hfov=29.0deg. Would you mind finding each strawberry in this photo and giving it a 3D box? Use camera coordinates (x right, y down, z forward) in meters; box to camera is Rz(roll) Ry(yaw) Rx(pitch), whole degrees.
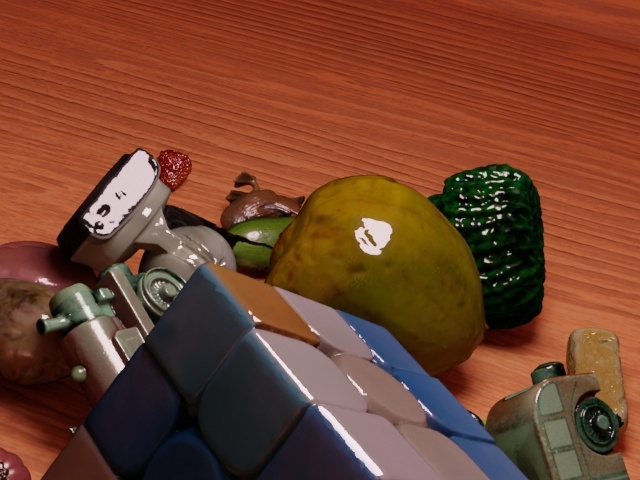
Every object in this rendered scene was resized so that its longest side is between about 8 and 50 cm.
[{"bbox_3d":[-0.284,-0.133,2.368,0.073,0.073,0.083,9,43,-1],"label":"strawberry"}]

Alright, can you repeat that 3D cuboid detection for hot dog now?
[{"bbox_3d":[0.429,0.229,1.934,0.084,0.073,0.242,6,32,3],"label":"hot dog"}]

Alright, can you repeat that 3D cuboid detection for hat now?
[{"bbox_3d":[0.205,0.020,2.073,0.332,0.274,0.242,-7,-7,17],"label":"hat"}]

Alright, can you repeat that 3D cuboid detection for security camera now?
[{"bbox_3d":[-0.252,0.015,1.945,0.277,0.191,0.197,38,63,-7],"label":"security camera"}]

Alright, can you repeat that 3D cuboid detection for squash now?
[{"bbox_3d":[0.000,0.000,2.179,0.379,0.101,0.101,-5,32,-31],"label":"squash"}]

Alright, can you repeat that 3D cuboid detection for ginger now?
[{"bbox_3d":[-0.496,0.159,1.738,0.245,0.155,0.304,35,46,26],"label":"ginger"}]

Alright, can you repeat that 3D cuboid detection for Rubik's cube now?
[{"bbox_3d":[-0.029,0.282,1.304,0.347,0.346,0.344,21,19,-49],"label":"Rubik's cube"}]

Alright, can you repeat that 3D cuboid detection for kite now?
[{"bbox_3d":[-0.145,0.028,2.068,0.286,0.152,0.015,14,42,-4],"label":"kite"}]

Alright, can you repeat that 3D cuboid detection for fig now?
[{"bbox_3d":[0.083,0.079,1.873,0.344,0.343,0.343,7,30,-4],"label":"fig"}]

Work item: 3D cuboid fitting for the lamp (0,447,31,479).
[{"bbox_3d":[-0.412,0.309,1.537,0.108,0.092,0.107,7,64,-14],"label":"lamp"}]

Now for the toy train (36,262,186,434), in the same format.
[{"bbox_3d":[-0.256,0.168,1.693,0.222,0.150,0.304,-12,62,-50],"label":"toy train"}]

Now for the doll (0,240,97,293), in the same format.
[{"bbox_3d":[-0.433,0.059,1.963,0.262,0.093,0.211,11,20,-27],"label":"doll"}]

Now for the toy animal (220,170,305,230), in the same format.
[{"bbox_3d":[-0.092,-0.039,2.252,0.188,0.089,0.179,-8,51,-29],"label":"toy animal"}]

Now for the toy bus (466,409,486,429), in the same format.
[{"bbox_3d":[0.133,0.303,1.609,0.262,0.128,0.150,10,28,-34],"label":"toy bus"}]

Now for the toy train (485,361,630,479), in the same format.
[{"bbox_3d":[0.309,0.314,1.552,0.159,0.129,0.326,-5,72,-33],"label":"toy train"}]
